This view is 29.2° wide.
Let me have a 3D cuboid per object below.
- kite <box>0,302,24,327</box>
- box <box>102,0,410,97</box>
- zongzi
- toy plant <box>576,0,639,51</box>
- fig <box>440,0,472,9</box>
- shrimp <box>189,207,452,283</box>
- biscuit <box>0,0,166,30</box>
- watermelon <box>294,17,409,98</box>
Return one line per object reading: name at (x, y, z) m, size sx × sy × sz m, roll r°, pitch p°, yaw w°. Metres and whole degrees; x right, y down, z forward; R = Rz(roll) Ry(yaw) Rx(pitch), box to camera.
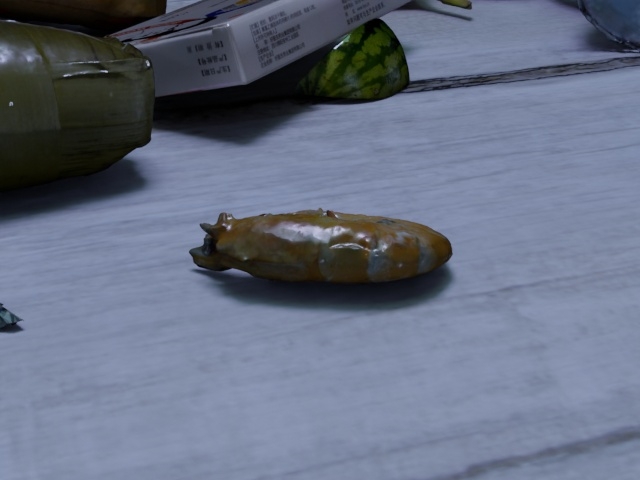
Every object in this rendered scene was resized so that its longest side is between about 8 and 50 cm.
kite at (-0.264, 0.055, 0.811) m, size 0.139 × 0.011 × 0.156 m, roll -4°, pitch 24°, yaw -1°
box at (-0.076, -0.221, 1.273) m, size 0.214 × 0.069 × 0.353 m, roll -4°, pitch 21°, yaw 34°
zongzi at (-0.313, -0.127, 1.057) m, size 0.274 × 0.145 × 0.300 m, roll -11°, pitch 20°, yaw -30°
toy plant at (0.392, -0.381, 1.472) m, size 0.247 × 0.247 × 0.332 m, roll 1°, pitch 26°, yaw 3°
fig at (0.089, -0.351, 1.554) m, size 0.257 × 0.159 × 0.159 m, roll 35°, pitch 40°, yaw 25°
shrimp at (0.000, 0.004, 0.888) m, size 0.188 × 0.051 × 0.132 m, roll 5°, pitch 6°, yaw -2°
biscuit at (-0.349, -0.283, 1.367) m, size 0.359 × 0.074 × 0.381 m, roll 8°, pitch 4°, yaw -15°
watermelon at (0.046, -0.193, 1.265) m, size 0.087 × 0.068 × 0.163 m, roll 11°, pitch 25°, yaw 21°
